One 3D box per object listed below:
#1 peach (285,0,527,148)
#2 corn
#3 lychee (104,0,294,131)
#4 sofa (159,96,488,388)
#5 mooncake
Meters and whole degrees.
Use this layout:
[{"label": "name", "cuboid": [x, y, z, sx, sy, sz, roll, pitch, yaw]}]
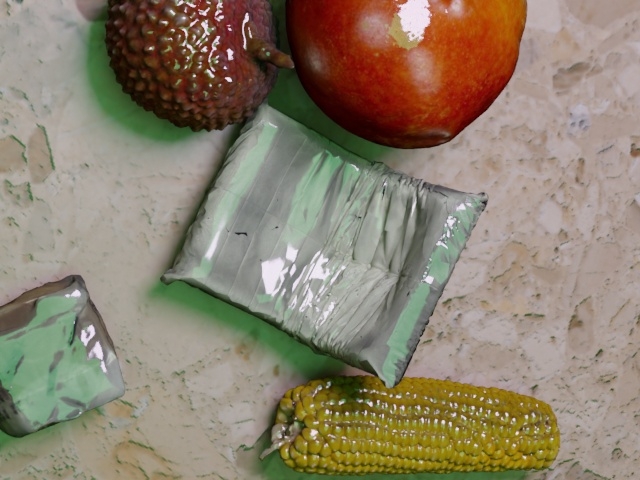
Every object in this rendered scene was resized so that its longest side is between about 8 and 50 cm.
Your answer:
[{"label": "peach", "cuboid": [0.080, -0.197, 1.083, 0.243, 0.199, 0.243, 8, 74, -31]}, {"label": "corn", "cuboid": [0.092, 0.184, 1.191, 0.310, 0.101, 0.101, 1, 93, -15]}, {"label": "lychee", "cuboid": [-0.106, -0.181, 1.078, 0.165, 0.197, 0.165, -7, 98, -58]}, {"label": "sofa", "cuboid": [0.000, 0.000, 1.115, 0.225, 0.176, 0.210, 30, 86, -15]}, {"label": "mooncake", "cuboid": [-0.258, 0.108, 1.104, 0.130, 0.073, 0.125, -23, 96, -14]}]
